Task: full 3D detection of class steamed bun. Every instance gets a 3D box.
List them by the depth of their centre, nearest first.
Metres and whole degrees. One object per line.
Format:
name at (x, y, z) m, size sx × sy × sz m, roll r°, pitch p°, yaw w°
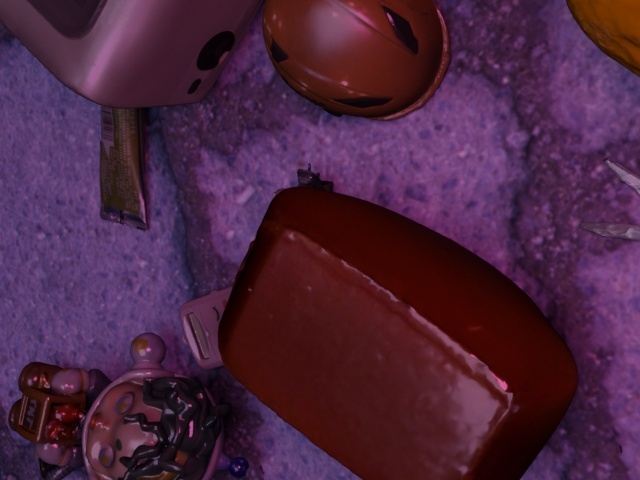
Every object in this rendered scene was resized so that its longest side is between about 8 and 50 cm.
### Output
steamed bun at (0.088, 0.109, 1.120) m, size 0.379 × 0.248 × 0.235 m, roll 34°, pitch 111°, yaw 22°

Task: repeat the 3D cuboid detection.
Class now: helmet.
helmet at (0.024, -0.233, 1.166) m, size 0.224 × 0.130 × 0.198 m, roll 40°, pitch 120°, yaw 18°

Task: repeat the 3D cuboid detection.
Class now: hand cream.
hand cream at (-0.271, -0.132, 1.413) m, size 0.086 × 0.055 × 0.235 m, roll 15°, pitch 114°, yaw 30°

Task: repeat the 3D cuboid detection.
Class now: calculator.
calculator at (-0.119, 0.112, 1.371) m, size 0.175 × 0.032 × 0.100 m, roll -21°, pitch 88°, yaw 32°

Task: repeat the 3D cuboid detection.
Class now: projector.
projector at (-0.211, -0.328, 1.216) m, size 0.248 × 0.248 × 0.249 m, roll 44°, pitch 118°, yaw 17°

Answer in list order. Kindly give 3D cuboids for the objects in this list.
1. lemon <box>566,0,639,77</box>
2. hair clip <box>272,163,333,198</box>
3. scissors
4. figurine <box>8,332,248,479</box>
lemon at (0.358, -0.276, 0.844) m, size 0.348 × 0.348 × 0.348 m, roll 6°, pitch 102°, yaw 30°
hair clip at (0.004, -0.003, 1.272) m, size 0.146 × 0.056 × 0.187 m, roll 1°, pitch 108°, yaw 30°
scissors at (0.390, -0.003, 1.055) m, size 0.248 × 0.017 × 0.144 m, roll 26°, pitch 111°, yaw 26°
figurine at (-0.281, 0.250, 1.411) m, size 0.382 × 0.186 × 0.261 m, roll 10°, pitch 93°, yaw 35°
